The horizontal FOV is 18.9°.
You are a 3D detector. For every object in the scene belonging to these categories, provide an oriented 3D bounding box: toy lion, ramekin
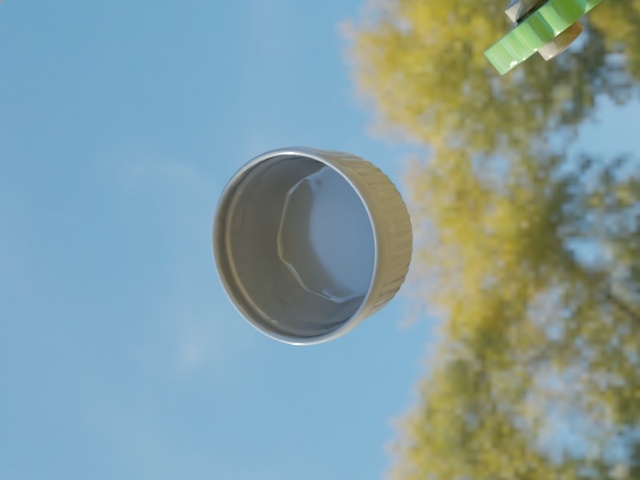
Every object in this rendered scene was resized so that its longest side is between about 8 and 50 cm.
[{"bbox_3d":[0.106,-0.102,0.835,0.034,0.100,0.096,51,-136,-2],"label":"toy lion"},{"bbox_3d":[0.000,0.000,2.019,0.109,0.207,0.207,-14,-78,-57],"label":"ramekin"}]
